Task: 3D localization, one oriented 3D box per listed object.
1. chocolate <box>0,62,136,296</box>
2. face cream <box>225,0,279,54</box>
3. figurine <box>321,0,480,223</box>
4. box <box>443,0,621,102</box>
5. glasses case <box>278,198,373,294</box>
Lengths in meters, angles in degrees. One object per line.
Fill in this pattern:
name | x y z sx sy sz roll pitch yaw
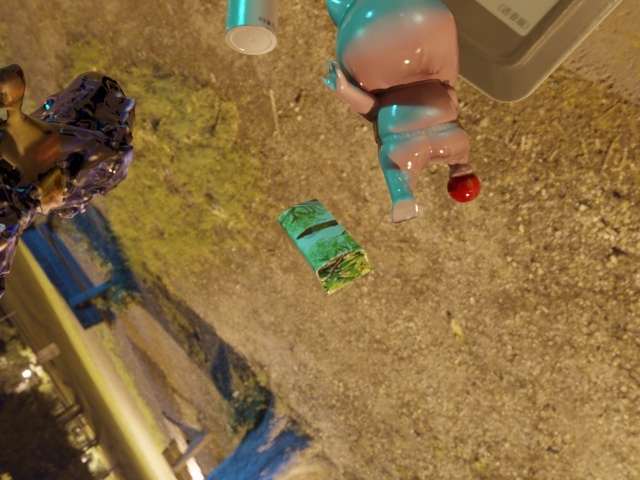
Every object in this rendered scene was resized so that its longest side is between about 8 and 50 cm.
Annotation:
chocolate | -0.189 -0.041 0.401 0.126 0.343 0.148 16 115 4
face cream | -0.096 -0.404 0.932 0.077 0.077 0.250 146 129 -63
figurine | 0.098 -0.169 0.765 0.186 0.176 0.287 163 87 -89
box | 0.249 -0.417 0.883 0.367 0.090 0.373 31 135 -8
glasses case | 0.000 0.000 1.164 0.062 0.095 0.272 61 174 -27
